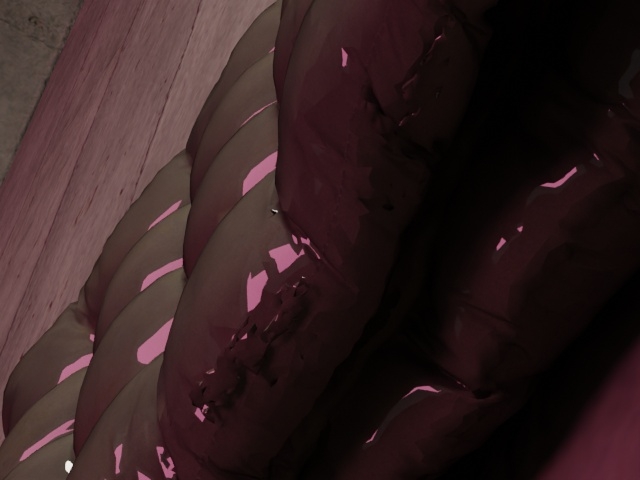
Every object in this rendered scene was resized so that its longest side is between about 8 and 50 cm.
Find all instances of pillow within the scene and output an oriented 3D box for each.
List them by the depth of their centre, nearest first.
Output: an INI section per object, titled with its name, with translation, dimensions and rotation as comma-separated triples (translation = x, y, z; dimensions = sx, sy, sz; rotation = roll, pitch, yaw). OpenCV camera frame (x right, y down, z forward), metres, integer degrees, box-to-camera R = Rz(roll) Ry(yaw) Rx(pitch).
[pillow]
translation = 0.000, 0.000, 0.473
dimensions = 0.326, 0.101, 0.228
rotation = -54, 14, 20
